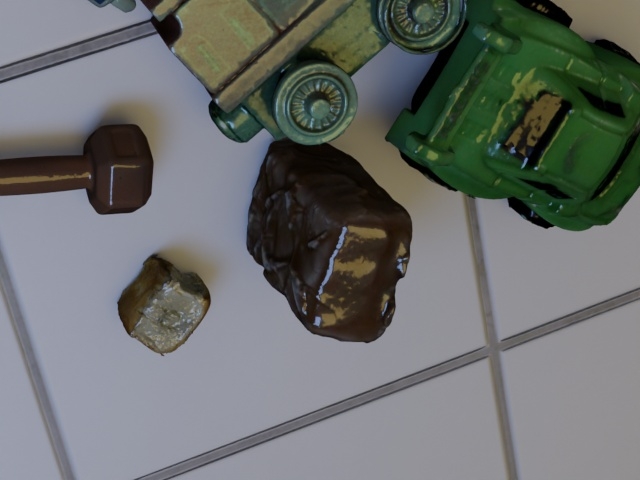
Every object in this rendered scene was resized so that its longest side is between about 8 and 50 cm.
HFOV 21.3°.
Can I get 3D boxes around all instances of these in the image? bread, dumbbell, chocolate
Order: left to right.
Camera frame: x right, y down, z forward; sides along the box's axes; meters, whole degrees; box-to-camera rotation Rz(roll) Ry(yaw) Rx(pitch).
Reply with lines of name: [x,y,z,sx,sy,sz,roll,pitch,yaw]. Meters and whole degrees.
dumbbell: [-0.275,-0.061,1.601,0.231,0.092,0.082,-5,144,-22]
bread: [-0.155,0.068,1.723,0.076,0.070,0.083,34,101,-31]
chocolate: [0.000,0.000,1.669,0.093,0.214,0.148,2,114,-25]

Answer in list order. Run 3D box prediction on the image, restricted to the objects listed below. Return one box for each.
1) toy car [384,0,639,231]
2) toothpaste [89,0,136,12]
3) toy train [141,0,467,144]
toy car: [0.219,-0.123,1.716,0.358,0.176,0.213,23,105,-36]
toothpaste: [-0.245,-0.266,1.542,0.197,0.035,0.057,35,82,-31]
toy train: [-0.010,-0.236,1.596,0.304,0.150,0.221,-41,117,2]
